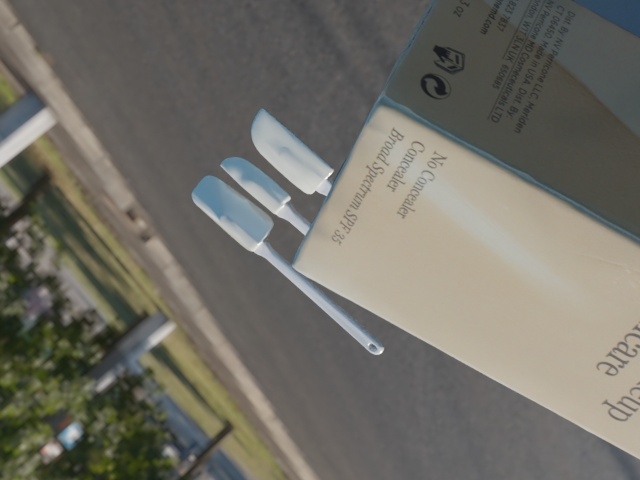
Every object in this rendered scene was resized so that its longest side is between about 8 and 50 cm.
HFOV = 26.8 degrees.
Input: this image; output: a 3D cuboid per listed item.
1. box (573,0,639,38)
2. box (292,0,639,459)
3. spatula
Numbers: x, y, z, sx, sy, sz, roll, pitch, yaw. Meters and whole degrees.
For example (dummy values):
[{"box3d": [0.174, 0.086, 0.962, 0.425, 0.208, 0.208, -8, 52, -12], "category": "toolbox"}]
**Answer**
[{"box3d": [0.330, -0.038, 0.965, 0.313, 0.343, 0.179, 13, 161, -20], "category": "box"}, {"box3d": [0.161, 0.011, 0.643, 0.311, 0.121, 0.148, 28, 142, 1], "category": "box"}, {"box3d": [0.000, 0.000, 1.250, 0.242, 0.019, 0.168, 41, 134, -5], "category": "spatula"}]
